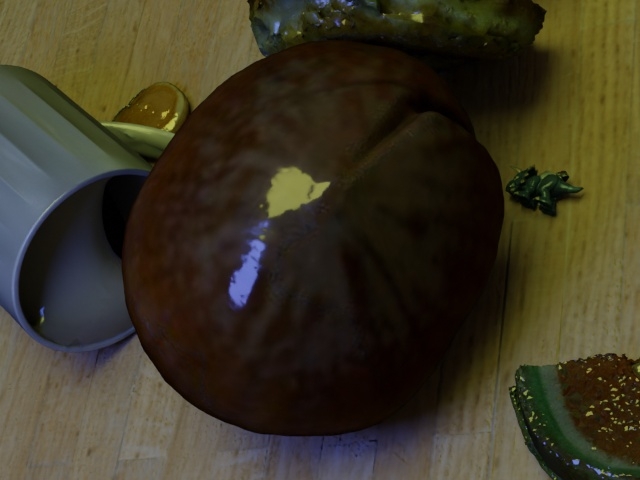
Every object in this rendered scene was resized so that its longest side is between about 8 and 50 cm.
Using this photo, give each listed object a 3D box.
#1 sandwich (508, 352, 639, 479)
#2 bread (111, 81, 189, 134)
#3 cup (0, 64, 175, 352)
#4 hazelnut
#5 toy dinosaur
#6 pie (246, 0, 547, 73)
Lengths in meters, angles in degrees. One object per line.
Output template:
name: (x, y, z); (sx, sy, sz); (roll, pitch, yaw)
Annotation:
sandwich: (0.275, 0.183, 1.492); (0.159, 0.079, 0.235); (-32, 47, 6)
bread: (-0.215, -0.155, 2.055); (0.110, 0.024, 0.110); (-15, 52, 21)
cup: (-0.300, -0.064, 1.922); (0.323, 0.236, 0.327); (-24, 41, -28)
hazelnut: (0.000, 0.000, 1.614); (0.359, 0.359, 0.409); (29, 85, 40)
toy dinosaur: (0.234, -0.056, 1.721); (0.083, 0.030, 0.047); (18, 70, 37)
pie: (0.081, -0.233, 1.755); (0.288, 0.355, 0.103); (-5, 81, 52)
